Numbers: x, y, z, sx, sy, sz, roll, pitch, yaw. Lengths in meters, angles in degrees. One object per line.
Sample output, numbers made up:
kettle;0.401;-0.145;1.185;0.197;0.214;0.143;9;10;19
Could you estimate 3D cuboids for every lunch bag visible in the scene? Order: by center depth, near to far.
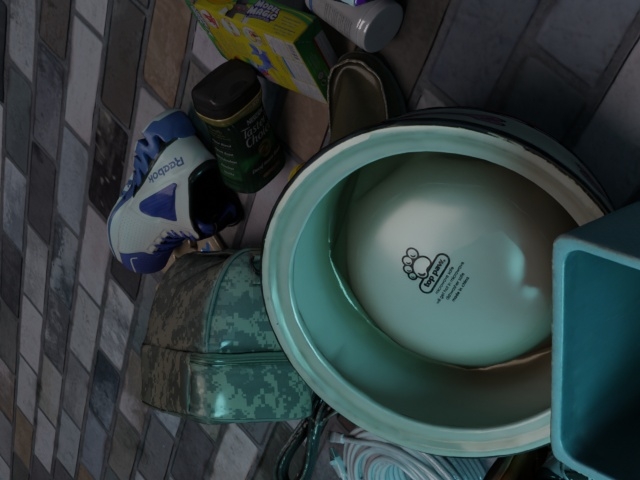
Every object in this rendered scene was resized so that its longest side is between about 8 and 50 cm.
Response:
lunch bag;-0.142;0.137;1.543;0.305;0.213;0.256;-3;87;63

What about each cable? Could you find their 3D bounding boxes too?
cable;0.145;0.371;1.506;0.257;0.089;0.257;-22;96;53
cable;-0.004;0.247;1.520;0.287;0.072;0.139;-50;57;11

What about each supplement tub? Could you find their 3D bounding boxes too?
supplement tub;0.039;-0.283;1.216;0.107;0.071;0.071;43;140;24

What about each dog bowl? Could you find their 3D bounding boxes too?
dog bowl;0.148;0.034;1.114;0.408;0.150;0.408;9;120;16

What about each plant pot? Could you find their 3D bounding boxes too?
plant pot;0.379;0.084;0.892;0.248;0.252;0.247;21;129;41

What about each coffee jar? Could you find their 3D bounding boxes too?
coffee jar;-0.115;-0.160;1.421;0.079;0.096;0.184;26;150;34

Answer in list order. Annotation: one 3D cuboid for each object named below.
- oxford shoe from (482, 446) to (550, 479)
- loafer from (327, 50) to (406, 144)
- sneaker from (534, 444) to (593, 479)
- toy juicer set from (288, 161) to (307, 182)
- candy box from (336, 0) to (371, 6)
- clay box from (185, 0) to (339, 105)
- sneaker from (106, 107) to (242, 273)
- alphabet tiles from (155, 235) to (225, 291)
oxford shoe;0.254;0.283;1.237;0.076;0.212;0.076;42;108;20
loafer;0.055;-0.113;1.247;0.094;0.087;0.251;-11;89;29
sneaker;0.285;0.226;1.200;0.228;0.132;0.086;53;143;11
toy juicer set;0.000;0.000;1.434;0.209;0.089;0.329;54;144;9
candy box;0.009;-0.337;1.141;0.233;0.159;0.071;25;129;38
clay box;-0.074;-0.267;1.335;0.222;0.053;0.127;30;164;36
sneaker;-0.235;-0.039;1.646;0.182;0.127;0.315;43;133;24
alphabet tiles;-0.203;0.104;1.806;0.284;0.021;0.278;56;141;7
